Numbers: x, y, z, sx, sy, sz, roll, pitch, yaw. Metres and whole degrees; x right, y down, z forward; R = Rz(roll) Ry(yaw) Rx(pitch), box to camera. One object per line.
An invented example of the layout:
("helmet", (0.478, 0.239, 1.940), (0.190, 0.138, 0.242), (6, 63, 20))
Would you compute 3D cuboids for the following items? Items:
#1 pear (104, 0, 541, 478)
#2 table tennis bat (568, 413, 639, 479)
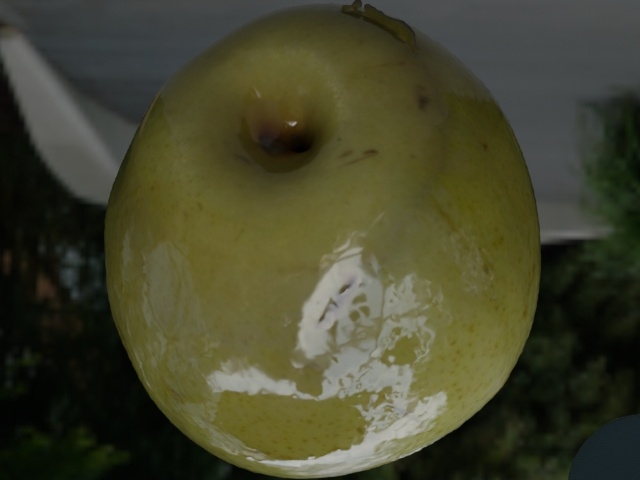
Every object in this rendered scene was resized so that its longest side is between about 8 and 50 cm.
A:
("pear", (0.000, 0.000, 1.199), (0.309, 0.309, 0.309), (2, 178, 0))
("table tennis bat", (0.262, 0.176, 1.498), (0.100, 0.155, 0.019), (11, 148, 33))
